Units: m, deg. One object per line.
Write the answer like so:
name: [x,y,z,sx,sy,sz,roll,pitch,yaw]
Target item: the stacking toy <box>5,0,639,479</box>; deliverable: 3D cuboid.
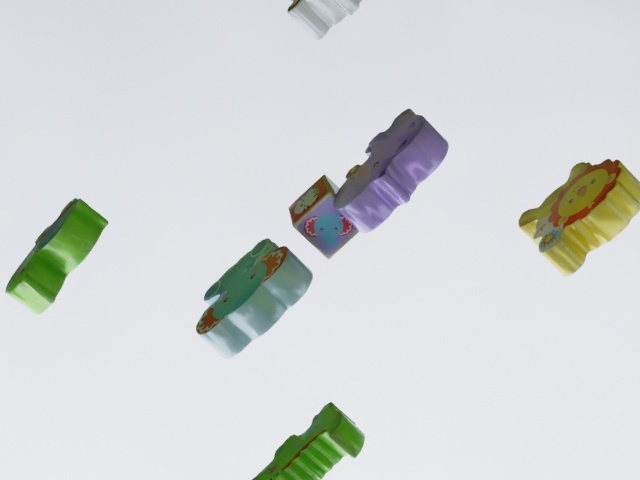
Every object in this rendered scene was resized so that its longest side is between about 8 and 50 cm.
stacking toy: [0.000,0.000,0.733,0.221,0.167,0.052,-44,-160,11]
